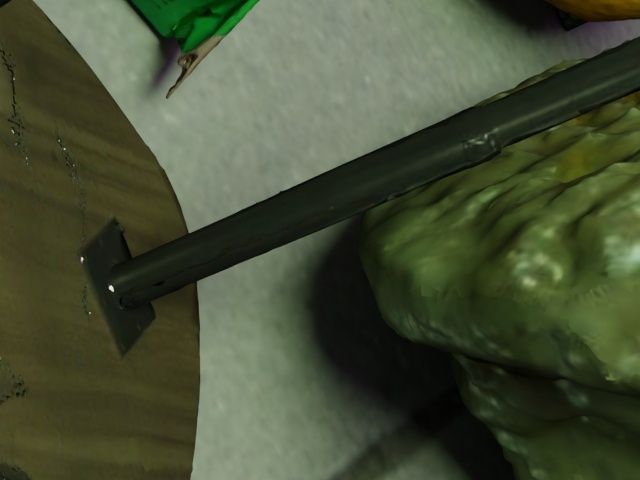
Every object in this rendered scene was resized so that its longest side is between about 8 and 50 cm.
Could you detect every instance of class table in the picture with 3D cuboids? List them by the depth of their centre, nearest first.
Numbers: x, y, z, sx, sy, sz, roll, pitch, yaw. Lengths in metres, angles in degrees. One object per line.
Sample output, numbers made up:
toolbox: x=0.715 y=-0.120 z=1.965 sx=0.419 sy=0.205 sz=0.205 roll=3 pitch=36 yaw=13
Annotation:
table: x=0.000 y=0.000 z=0.520 sx=0.317 sy=0.249 sz=0.317 roll=-17 pitch=90 yaw=-72

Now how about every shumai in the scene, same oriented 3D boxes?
shumai: x=0.220 y=0.066 z=0.782 sx=0.397 sy=0.324 sz=0.323 roll=-33 pitch=115 yaw=-52

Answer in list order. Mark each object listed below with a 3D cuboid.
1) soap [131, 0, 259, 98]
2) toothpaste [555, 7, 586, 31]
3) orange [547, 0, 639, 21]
soap: x=-0.088 y=-0.231 z=0.727 sx=0.273 sy=0.098 sz=0.218 roll=48 pitch=47 yaw=-19
toothpaste: x=0.166 y=-0.143 z=0.999 sx=0.083 sy=0.017 sz=0.020 roll=-27 pitch=93 yaw=-46
orange: x=0.153 y=-0.218 z=0.886 sx=0.219 sy=0.193 sz=0.219 roll=37 pitch=13 yaw=-10
